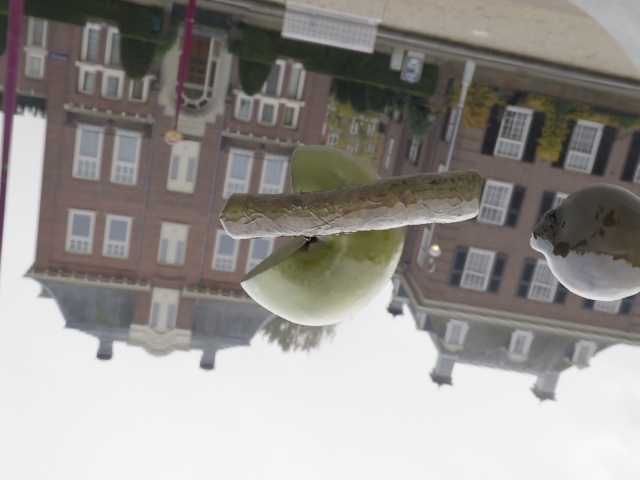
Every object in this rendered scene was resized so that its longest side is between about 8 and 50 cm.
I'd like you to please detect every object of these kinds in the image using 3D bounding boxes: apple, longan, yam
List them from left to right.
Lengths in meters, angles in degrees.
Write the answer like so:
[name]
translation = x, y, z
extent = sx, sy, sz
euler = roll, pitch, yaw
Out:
[apple]
translation = 0.020, 0.004, 1.146
extent = 0.233, 0.295, 0.258
euler = 27, -175, 10
[yam]
translation = 0.039, -0.047, 0.928
extent = 0.356, 0.081, 0.081
euler = -4, -167, 11
[longan]
translation = 0.435, 0.001, 1.072
extent = 0.204, 0.185, 0.159
euler = 4, 169, 2
